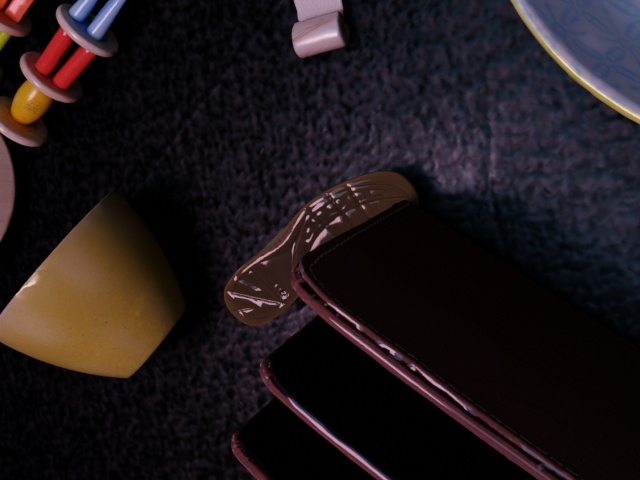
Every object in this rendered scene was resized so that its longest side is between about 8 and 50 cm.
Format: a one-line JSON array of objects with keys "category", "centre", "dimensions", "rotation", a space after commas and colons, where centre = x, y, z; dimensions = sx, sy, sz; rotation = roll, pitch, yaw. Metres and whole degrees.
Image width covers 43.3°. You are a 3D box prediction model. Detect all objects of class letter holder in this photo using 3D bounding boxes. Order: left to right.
[{"category": "letter holder", "centre": [0.106, 0.133, 0.399], "dimensions": [0.302, 0.214, 0.152], "rotation": [33, 108, 10]}]

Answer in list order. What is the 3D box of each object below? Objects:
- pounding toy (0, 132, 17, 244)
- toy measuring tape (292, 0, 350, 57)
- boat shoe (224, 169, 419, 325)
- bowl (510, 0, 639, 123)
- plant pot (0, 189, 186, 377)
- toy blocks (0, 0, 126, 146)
[{"category": "pounding toy", "centre": [-0.374, -0.058, 0.666], "dimensions": [0.237, 0.110, 0.183], "rotation": [35, 78, -19]}, {"category": "toy measuring tape", "centre": [-0.048, -0.283, 0.499], "dimensions": [0.121, 0.121, 0.330], "rotation": [-10, 91, 25]}, {"category": "boat shoe", "centre": [0.001, 0.002, 0.547], "dimensions": [0.153, 0.048, 0.056], "rotation": [-40, 95, 20]}, {"category": "bowl", "centre": [0.225, -0.177, 0.362], "dimensions": [0.289, 0.156, 0.289], "rotation": [3, 96, 24]}, {"category": "plant pot", "centre": [-0.156, 0.045, 0.586], "dimensions": [0.095, 0.134, 0.134], "rotation": [41, 112, -10]}, {"category": "toy blocks", "centre": [-0.214, -0.166, 0.619], "dimensions": [0.148, 0.054, 0.123], "rotation": [-44, 78, 22]}]
